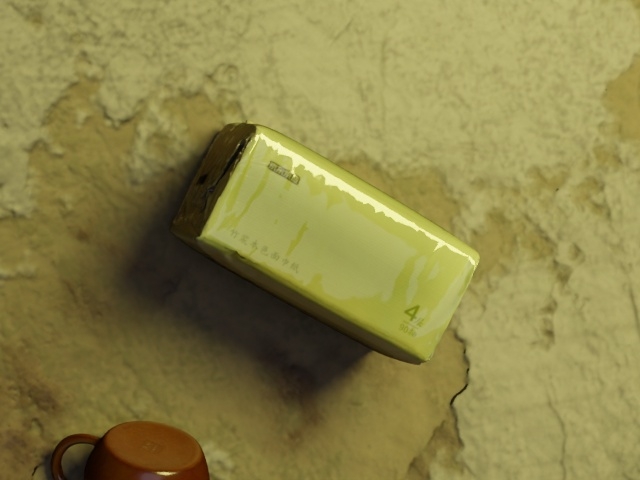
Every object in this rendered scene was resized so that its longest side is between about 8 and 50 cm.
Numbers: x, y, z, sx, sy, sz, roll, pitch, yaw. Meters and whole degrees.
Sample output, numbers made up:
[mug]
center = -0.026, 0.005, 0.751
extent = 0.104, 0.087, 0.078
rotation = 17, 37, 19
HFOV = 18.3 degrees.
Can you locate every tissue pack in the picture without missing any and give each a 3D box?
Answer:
[tissue pack]
center = 0.000, 0.000, 1.734
extent = 0.234, 0.159, 0.125
rotation = 29, 86, -13

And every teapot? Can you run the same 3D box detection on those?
[teapot]
center = -0.159, 0.223, 1.742
extent = 0.173, 0.116, 0.116
rotation = 19, 88, 13
